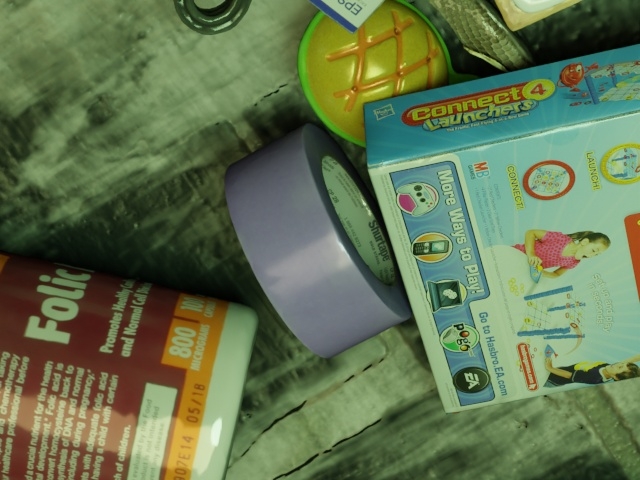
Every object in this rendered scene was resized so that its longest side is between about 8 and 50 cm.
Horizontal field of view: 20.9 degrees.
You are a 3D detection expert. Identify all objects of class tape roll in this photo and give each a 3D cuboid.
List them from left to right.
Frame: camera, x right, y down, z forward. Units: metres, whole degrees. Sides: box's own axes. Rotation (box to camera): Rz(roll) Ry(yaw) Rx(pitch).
[{"bbox_3d":[0.000,0.000,1.486,0.080,0.189,0.189,-29,107,14],"label":"tape roll"}]

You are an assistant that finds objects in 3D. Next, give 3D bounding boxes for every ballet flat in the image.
[{"bbox_3d":[0.078,-0.220,1.448,0.250,0.084,0.058,41,100,-7],"label":"ballet flat"}]

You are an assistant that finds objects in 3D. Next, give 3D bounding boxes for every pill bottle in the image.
[{"bbox_3d":[-0.266,0.125,1.538,0.392,0.224,0.224,12,112,-1],"label":"pill bottle"}]

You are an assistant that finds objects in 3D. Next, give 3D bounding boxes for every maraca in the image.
[{"bbox_3d":[0.062,-0.133,1.477,0.185,0.099,0.127,37,88,-23],"label":"maraca"}]

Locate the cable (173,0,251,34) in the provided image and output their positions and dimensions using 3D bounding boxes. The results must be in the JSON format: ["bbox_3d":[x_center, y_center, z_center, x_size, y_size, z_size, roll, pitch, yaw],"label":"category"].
[{"bbox_3d":[-0.085,-0.305,1.325,0.139,0.072,0.287,-20,124,-8],"label":"cable"}]

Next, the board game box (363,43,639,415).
[{"bbox_3d":[0.218,-0.008,1.467,0.302,0.086,0.308,-12,132,8],"label":"board game box"}]

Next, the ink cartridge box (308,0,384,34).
[{"bbox_3d":[0.079,-0.342,1.261,0.176,0.069,0.371,35,107,-25],"label":"ink cartridge box"}]

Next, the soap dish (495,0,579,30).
[{"bbox_3d":[0.234,-0.332,1.373,0.291,0.118,0.229,-25,108,14],"label":"soap dish"}]
